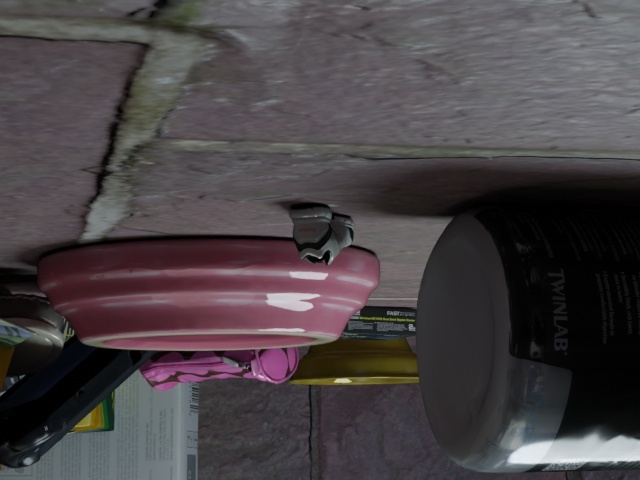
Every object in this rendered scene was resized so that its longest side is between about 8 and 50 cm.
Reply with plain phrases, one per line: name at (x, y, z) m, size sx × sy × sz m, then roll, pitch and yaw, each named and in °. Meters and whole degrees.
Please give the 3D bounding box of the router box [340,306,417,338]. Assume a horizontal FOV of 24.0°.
router box at (0.060, 0.112, 2.029) m, size 0.122 × 0.038 × 0.092 m, roll 3°, pitch 171°, yaw -27°

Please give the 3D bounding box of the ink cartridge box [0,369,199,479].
ink cartridge box at (-0.380, 0.300, 2.353) m, size 0.385 × 0.308 × 0.091 m, roll -3°, pitch 171°, yaw 16°

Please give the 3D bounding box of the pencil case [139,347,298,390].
pencil case at (-0.136, 0.144, 1.888) m, size 0.209 × 0.095 × 0.098 m, roll -10°, pitch -156°, yaw 35°

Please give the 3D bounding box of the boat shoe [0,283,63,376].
boat shoe at (-0.380, 0.094, 1.621) m, size 0.116 × 0.097 × 0.324 m, roll 32°, pitch 147°, yaw -33°

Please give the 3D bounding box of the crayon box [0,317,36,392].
crayon box at (-0.451, 0.128, 1.517) m, size 0.203 × 0.083 × 0.323 m, roll 26°, pitch 149°, yaw -26°

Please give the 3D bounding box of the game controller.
game controller at (-0.270, 0.145, 1.604) m, size 0.166 × 0.067 × 0.319 m, roll -11°, pitch -160°, yaw 35°

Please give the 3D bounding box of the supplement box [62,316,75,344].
supplement box at (-0.330, 0.116, 1.840) m, size 0.083 × 0.083 × 0.056 m, roll -7°, pitch 170°, yaw 38°

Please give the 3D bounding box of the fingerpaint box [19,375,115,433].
fingerpaint box at (-0.522, 0.196, 2.108) m, size 0.444 × 0.163 × 0.371 m, roll -1°, pitch 172°, yaw -3°

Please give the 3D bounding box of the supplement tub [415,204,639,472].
supplement tub at (0.262, 0.078, 1.195) m, size 0.338 × 0.207 × 0.207 m, roll 2°, pitch 172°, yaw -17°

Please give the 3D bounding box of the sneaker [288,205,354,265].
sneaker at (0.000, 0.000, 1.192) m, size 0.040 × 0.044 × 0.109 m, roll -6°, pitch 173°, yaw 18°

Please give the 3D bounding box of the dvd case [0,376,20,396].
dvd case at (-0.497, 0.157, 1.834) m, size 0.238 × 0.030 × 0.179 m, roll -13°, pitch 144°, yaw -9°

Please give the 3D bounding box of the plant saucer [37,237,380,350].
plant saucer at (-0.107, 0.059, 1.464) m, size 0.332 × 0.084 × 0.332 m, roll -1°, pitch 173°, yaw 0°

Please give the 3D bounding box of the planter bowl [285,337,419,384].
planter bowl at (0.057, 0.163, 2.206) m, size 0.217 × 0.090 × 0.217 m, roll -1°, pitch 173°, yaw 0°
